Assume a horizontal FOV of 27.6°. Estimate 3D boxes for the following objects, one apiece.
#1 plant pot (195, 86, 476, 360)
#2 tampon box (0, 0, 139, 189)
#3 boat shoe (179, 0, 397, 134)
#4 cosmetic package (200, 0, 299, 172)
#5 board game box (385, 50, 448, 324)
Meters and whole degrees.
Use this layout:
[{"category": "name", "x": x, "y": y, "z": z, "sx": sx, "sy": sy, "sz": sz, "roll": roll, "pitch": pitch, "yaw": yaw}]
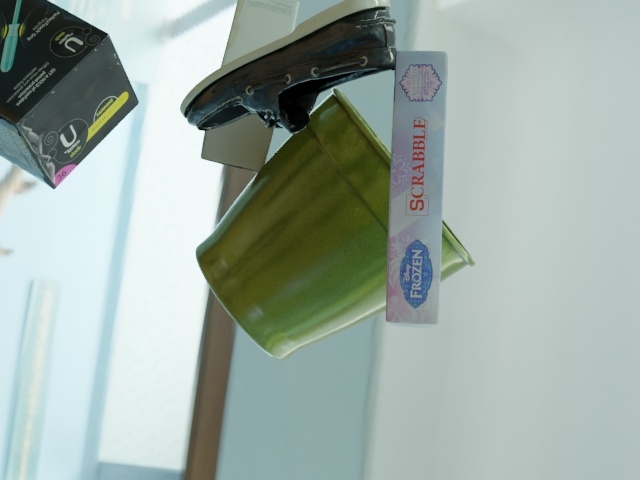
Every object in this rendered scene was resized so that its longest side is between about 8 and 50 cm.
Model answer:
[{"category": "plant pot", "x": 0.000, "y": 0.000, "z": 2.106, "sx": 0.353, "sy": 0.366, "sz": 0.366, "roll": -38, "pitch": -139, "yaw": 5}, {"category": "tampon box", "x": -0.271, "y": -0.147, "z": 1.185, "sx": 0.161, "sy": 0.101, "sz": 0.120, "roll": 31, "pitch": -112, "yaw": 26}, {"category": "boat shoe", "x": -0.038, "y": -0.196, "z": 1.678, "sx": 0.340, "sy": 0.127, "sz": 0.113, "roll": -24, "pitch": -96, "yaw": 27}, {"category": "cosmetic package", "x": -0.118, "y": -0.279, "z": 2.228, "sx": 0.309, "sy": 0.113, "sz": 0.160, "roll": -81, "pitch": -174, "yaw": -49}, {"category": "board game box", "x": 0.120, "y": -0.050, "z": 1.641, "sx": 0.318, "sy": 0.066, "sz": 0.318, "roll": 51, "pitch": 41, "yaw": -83}]
